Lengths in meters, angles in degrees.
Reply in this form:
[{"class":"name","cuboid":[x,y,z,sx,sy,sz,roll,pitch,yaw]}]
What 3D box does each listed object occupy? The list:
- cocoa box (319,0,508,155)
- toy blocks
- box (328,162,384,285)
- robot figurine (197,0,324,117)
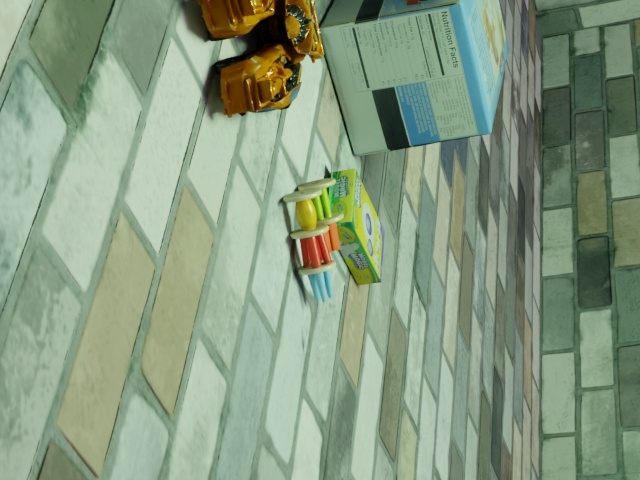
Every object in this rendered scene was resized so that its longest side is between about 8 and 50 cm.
[{"class":"cocoa box","cuboid":[0.164,-0.325,2.132,0.347,0.228,0.231,-68,146,-56]},{"class":"toy blocks","cuboid":[0.000,0.000,1.774,0.123,0.054,0.148,-40,121,-68]},{"class":"box","cuboid":[0.051,-0.027,1.962,0.179,0.043,0.105,59,29,-47]},{"class":"robot figurine","cuboid":[-0.065,-0.254,1.634,0.291,0.085,0.211,-51,131,-66]}]
